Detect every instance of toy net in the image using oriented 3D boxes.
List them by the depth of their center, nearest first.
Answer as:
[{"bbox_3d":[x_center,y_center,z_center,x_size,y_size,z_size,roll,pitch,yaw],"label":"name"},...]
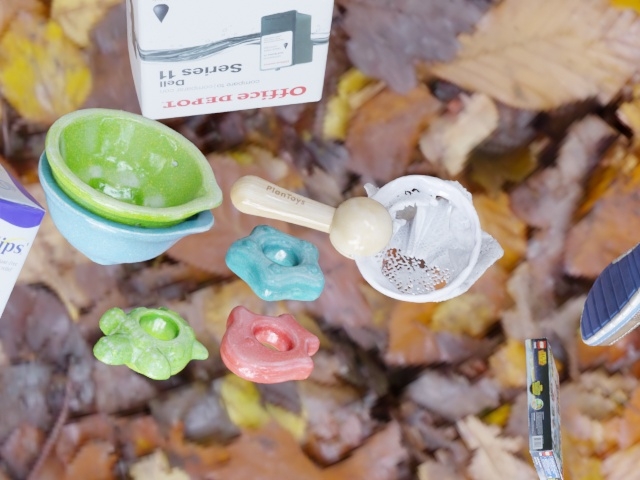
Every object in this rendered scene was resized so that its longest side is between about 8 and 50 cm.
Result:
[{"bbox_3d":[0.000,0.000,0.630,0.232,0.122,0.045,-2,129,-35],"label":"toy net"}]

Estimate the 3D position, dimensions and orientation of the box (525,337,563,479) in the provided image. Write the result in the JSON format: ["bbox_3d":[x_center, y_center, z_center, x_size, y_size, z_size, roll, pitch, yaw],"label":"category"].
[{"bbox_3d":[0.247,0.188,1.681,0.027,0.137,0.094,-6,148,13],"label":"box"}]

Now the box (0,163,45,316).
[{"bbox_3d":[-0.289,0.004,1.177,0.072,0.126,0.137,15,105,-41],"label":"box"}]

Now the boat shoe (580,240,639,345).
[{"bbox_3d":[0.294,0.036,1.309,0.066,0.066,0.183,22,131,-20],"label":"boat shoe"}]

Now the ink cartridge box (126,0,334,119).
[{"bbox_3d":[-0.070,-0.190,1.161,0.153,0.086,0.208,-8,150,-9],"label":"ink cartridge box"}]
